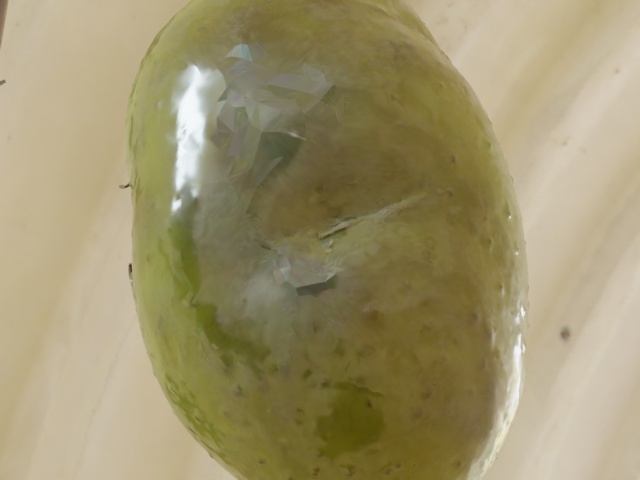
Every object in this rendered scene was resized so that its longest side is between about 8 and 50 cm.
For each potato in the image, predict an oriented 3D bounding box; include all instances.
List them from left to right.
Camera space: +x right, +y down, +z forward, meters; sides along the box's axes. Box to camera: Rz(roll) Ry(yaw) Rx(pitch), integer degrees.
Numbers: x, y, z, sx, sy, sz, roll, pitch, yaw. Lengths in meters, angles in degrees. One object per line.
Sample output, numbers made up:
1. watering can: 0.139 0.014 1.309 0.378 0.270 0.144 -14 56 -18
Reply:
1. potato: 0.000 0.000 0.515 0.169 0.248 0.143 -17 -13 5

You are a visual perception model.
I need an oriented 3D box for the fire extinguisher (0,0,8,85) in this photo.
1. fire extinguisher: -0.318 -0.234 1.082 0.104 0.269 0.105 6 -11 1
